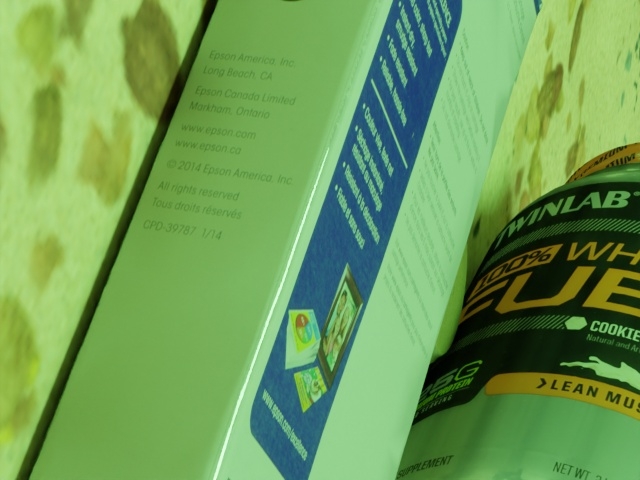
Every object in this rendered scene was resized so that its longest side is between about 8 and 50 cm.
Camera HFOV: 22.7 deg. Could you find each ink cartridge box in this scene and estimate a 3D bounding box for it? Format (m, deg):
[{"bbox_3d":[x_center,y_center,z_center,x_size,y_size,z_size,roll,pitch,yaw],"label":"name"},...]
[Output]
[{"bbox_3d":[0.000,0.000,0.555,0.165,0.065,0.333,64,42,-57],"label":"ink cartridge box"}]

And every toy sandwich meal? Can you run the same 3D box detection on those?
[{"bbox_3d":[0.045,0.019,0.732,0.085,0.029,0.085,6,90,-73],"label":"toy sandwich meal"}]

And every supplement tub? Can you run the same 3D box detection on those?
[{"bbox_3d":[0.144,0.095,0.787,0.316,0.193,0.193,-57,149,-48],"label":"supplement tub"}]
